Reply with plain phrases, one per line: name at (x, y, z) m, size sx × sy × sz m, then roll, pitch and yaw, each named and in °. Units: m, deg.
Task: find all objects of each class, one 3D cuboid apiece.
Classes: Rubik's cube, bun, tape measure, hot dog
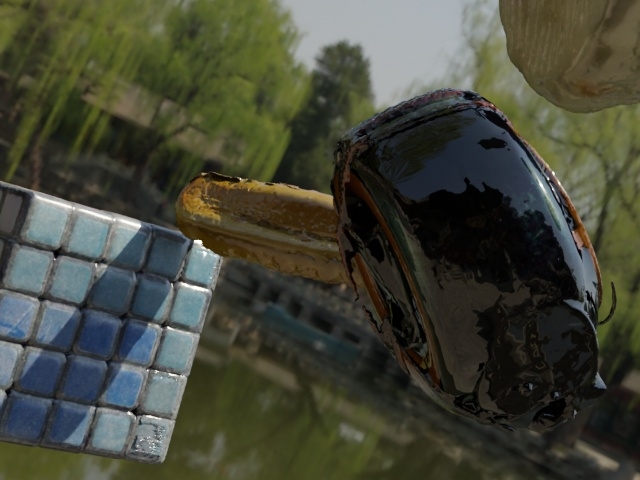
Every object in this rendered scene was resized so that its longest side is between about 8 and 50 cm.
Rubik's cube at (-0.275, 0.077, 1.209) m, size 0.237 × 0.237 × 0.238 m, roll 17°, pitch -3°, yaw -37°
bun at (0.240, -0.212, 0.928) m, size 0.141 × 0.239 × 0.239 m, roll 3°, pitch 5°, yaw -18°
tape measure at (0.088, 0.015, 0.777) m, size 0.223 × 0.135 × 0.202 m, roll 66°, pitch -8°, yaw -14°
hot dog at (0.000, 0.001, 1.115) m, size 0.289 × 0.083 × 0.068 m, roll 16°, pitch -26°, yaw 18°
